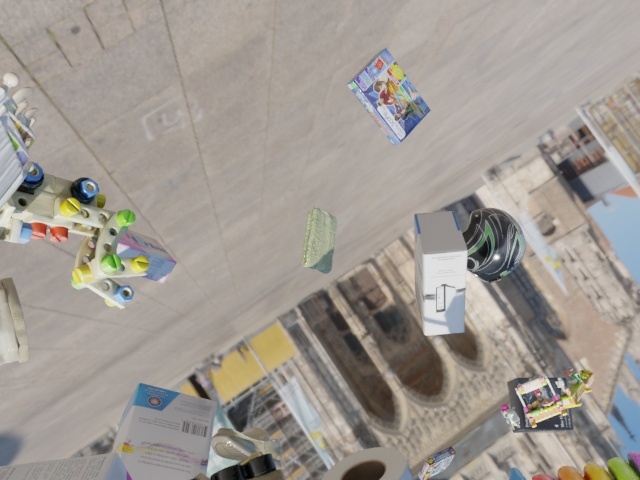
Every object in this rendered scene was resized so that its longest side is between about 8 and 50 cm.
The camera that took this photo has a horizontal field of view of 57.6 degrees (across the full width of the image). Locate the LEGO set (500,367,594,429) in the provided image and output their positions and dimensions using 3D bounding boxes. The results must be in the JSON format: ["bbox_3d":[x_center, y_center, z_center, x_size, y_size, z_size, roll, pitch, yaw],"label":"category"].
[{"bbox_3d":[0.610,0.390,1.537,0.287,0.107,0.132,-25,176,-10],"label":"LEGO set"}]

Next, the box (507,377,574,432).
[{"bbox_3d":[0.667,0.502,1.775,0.158,0.156,0.093,0,158,-2],"label":"box"}]

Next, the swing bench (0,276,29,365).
[{"bbox_3d":[-0.723,0.151,1.096,0.253,0.165,0.254,-11,-163,-40],"label":"swing bench"}]

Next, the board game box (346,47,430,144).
[{"bbox_3d":[0.176,-0.363,1.478,0.136,0.201,0.035,-47,-159,-18],"label":"board game box"}]

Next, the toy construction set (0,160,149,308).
[{"bbox_3d":[-0.443,-0.013,0.978,0.151,0.215,0.327,-15,159,22],"label":"toy construction set"}]

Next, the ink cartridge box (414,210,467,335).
[{"bbox_3d":[0.237,0.066,1.164,0.085,0.203,0.148,-5,-146,4],"label":"ink cartridge box"}]

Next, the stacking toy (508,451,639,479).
[{"bbox_3d":[0.435,0.362,0.808,0.301,0.166,0.175,-29,-154,9],"label":"stacking toy"}]

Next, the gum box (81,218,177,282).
[{"bbox_3d":[-0.424,0.025,1.311,0.062,0.107,0.188,-55,141,6],"label":"gum box"}]

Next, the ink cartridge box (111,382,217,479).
[{"bbox_3d":[-0.378,0.514,1.348,0.197,0.198,0.270,-55,-157,39],"label":"ink cartridge box"}]

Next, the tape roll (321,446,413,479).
[{"bbox_3d":[0.138,0.687,1.535,0.246,0.169,0.246,-20,-173,3],"label":"tape roll"}]

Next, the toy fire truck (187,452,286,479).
[{"bbox_3d":[-0.198,0.474,1.034,0.217,0.158,0.246,-5,149,-37],"label":"toy fire truck"}]

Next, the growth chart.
[{"bbox_3d":[-0.399,-0.090,0.707,0.172,0.021,0.237,-63,-172,-26],"label":"growth chart"}]

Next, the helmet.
[{"bbox_3d":[0.428,0.005,1.457,0.161,0.169,0.169,-56,167,22],"label":"helmet"}]

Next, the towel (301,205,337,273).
[{"bbox_3d":[0.000,0.000,1.394,0.027,0.148,0.110,2,168,37],"label":"towel"}]

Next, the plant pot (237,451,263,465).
[{"bbox_3d":[-0.145,0.494,1.219,0.081,0.081,0.083,-33,155,-11],"label":"plant pot"}]

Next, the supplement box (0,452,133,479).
[{"bbox_3d":[-0.399,0.406,0.869,0.220,0.111,0.114,-11,-153,10],"label":"supplement box"}]

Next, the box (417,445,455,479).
[{"bbox_3d":[0.349,0.675,1.757,0.094,0.027,0.137,-18,143,-17],"label":"box"}]

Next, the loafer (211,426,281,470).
[{"bbox_3d":[-0.194,0.546,1.564,0.102,0.092,0.268,-12,142,26],"label":"loafer"}]
